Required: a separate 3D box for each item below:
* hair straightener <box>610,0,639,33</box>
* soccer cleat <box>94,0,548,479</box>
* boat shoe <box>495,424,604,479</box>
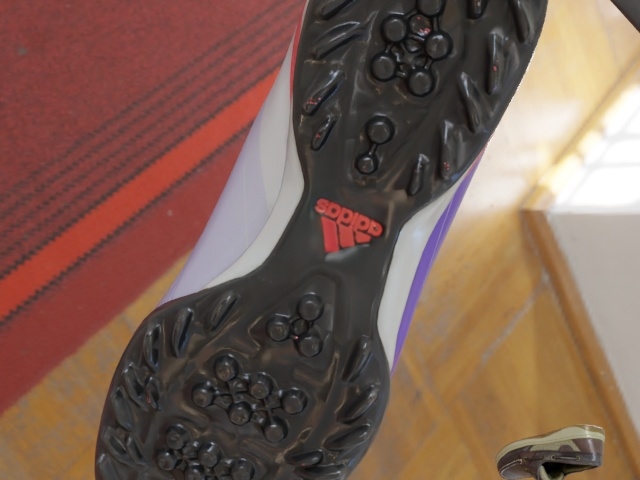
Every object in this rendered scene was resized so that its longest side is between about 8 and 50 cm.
[{"bbox_3d":[0.290,-0.117,0.792,0.089,0.047,0.230,-14,70,-52],"label":"hair straightener"},{"bbox_3d":[0.000,0.000,0.451,0.116,0.109,0.318,-63,178,-73],"label":"soccer cleat"},{"bbox_3d":[0.248,0.243,1.153,0.056,0.152,0.049,22,54,-23],"label":"boat shoe"}]
